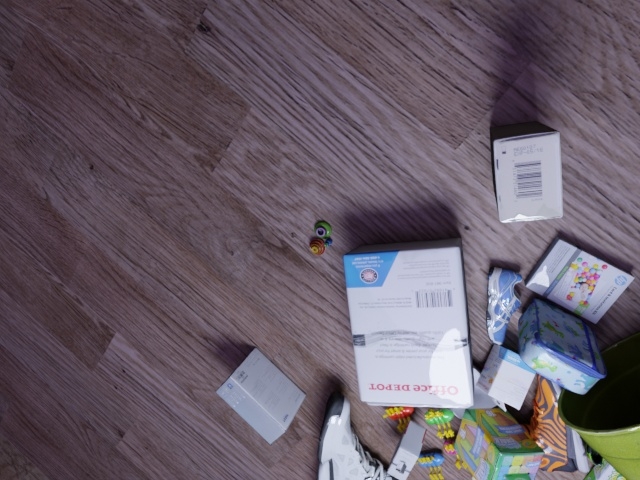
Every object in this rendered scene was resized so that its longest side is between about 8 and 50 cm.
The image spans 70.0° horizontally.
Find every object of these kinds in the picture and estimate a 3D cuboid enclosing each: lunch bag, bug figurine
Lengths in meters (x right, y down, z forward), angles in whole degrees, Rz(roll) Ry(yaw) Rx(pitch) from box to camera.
[{"bbox_3d":[0.564,0.243,1.077,0.176,0.219,0.090,30,121,9],"label":"lunch bag"},{"bbox_3d":[0.319,0.569,1.339,0.216,0.072,0.279,-23,103,37],"label":"bug figurine"}]

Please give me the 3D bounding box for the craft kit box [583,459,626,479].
[{"bbox_3d":[0.844,0.617,1.159,0.246,0.061,0.250,17,127,17],"label":"craft kit box"}]

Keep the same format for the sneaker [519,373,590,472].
[{"bbox_3d":[0.574,0.485,1.203,0.180,0.124,0.321,-16,101,22],"label":"sneaker"}]

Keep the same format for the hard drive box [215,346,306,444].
[{"bbox_3d":[-0.181,0.481,1.436,0.232,0.181,0.089,43,116,3],"label":"hard drive box"}]

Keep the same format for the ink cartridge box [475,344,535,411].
[{"bbox_3d":[0.475,0.356,1.179,0.089,0.092,0.143,26,87,1],"label":"ink cartridge box"}]

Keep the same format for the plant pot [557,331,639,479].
[{"bbox_3d":[0.776,0.420,0.955,0.366,0.366,0.353,-40,84,25],"label":"plant pot"}]

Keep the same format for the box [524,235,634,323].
[{"bbox_3d":[0.621,0.095,1.109,0.186,0.038,0.145,29,114,7],"label":"box"}]

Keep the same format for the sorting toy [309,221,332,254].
[{"bbox_3d":[0.000,0.000,1.292,0.061,0.042,0.102,19,112,12],"label":"sorting toy"}]

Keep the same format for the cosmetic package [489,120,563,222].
[{"bbox_3d":[0.416,-0.154,0.950,0.113,0.309,0.160,-4,107,21],"label":"cosmetic package"}]

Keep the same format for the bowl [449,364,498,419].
[{"bbox_3d":[0.407,0.414,1.278,0.142,0.053,0.142,-39,92,25],"label":"bowl"}]

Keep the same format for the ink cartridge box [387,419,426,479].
[{"bbox_3d":[0.243,0.591,1.284,0.056,0.099,0.135,23,127,15],"label":"ink cartridge box"}]

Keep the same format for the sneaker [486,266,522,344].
[{"bbox_3d":[0.466,0.173,1.164,0.081,0.080,0.211,2,109,22],"label":"sneaker"}]

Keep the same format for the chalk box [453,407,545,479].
[{"bbox_3d":[0.458,0.544,1.155,0.132,0.213,0.132,6,106,-17],"label":"chalk box"}]

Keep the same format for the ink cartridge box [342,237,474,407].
[{"bbox_3d":[0.234,0.206,1.182,0.285,0.166,0.395,-4,97,21],"label":"ink cartridge box"}]

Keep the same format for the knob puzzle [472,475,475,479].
[{"bbox_3d":[0.545,0.731,1.346,0.213,0.030,0.213,6,109,18],"label":"knob puzzle"}]

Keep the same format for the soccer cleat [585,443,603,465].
[{"bbox_3d":[0.723,0.489,1.174,0.060,0.072,0.179,7,99,16],"label":"soccer cleat"}]

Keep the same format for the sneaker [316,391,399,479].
[{"bbox_3d":[0.125,0.664,1.421,0.257,0.169,0.448,6,117,8],"label":"sneaker"}]
